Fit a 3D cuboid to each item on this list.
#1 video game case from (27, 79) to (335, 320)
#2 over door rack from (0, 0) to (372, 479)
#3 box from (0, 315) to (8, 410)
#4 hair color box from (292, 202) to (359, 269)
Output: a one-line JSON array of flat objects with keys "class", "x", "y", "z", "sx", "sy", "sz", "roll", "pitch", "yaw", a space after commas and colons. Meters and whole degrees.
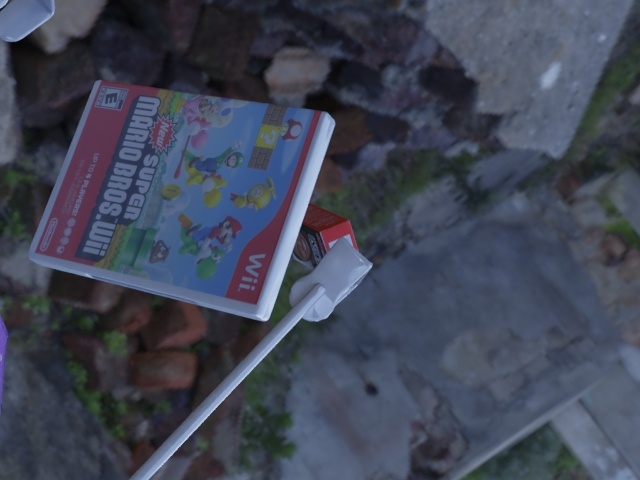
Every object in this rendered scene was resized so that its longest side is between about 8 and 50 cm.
[{"class": "video game case", "x": -0.141, "y": -0.048, "z": 1.115, "sx": 0.025, "sy": 0.285, "sz": 0.204, "roll": 39, "pitch": 66, "yaw": -58}, {"class": "over door rack", "x": -0.149, "y": 0.021, "z": 0.472, "sx": 0.324, "sy": 0.239, "sz": 0.108, "roll": -46, "pitch": 177, "yaw": -32}, {"class": "box", "x": -0.486, "y": 0.179, "z": 1.197, "sx": 0.293, "sy": 0.201, "sz": 0.057, "roll": -4, "pitch": 146, "yaw": -3}, {"class": "hair color box", "x": 0.000, "y": 0.000, "z": 1.432, "sx": 0.043, "sy": 0.072, "sz": 0.141, "roll": -23, "pitch": -162, "yaw": -16}]
